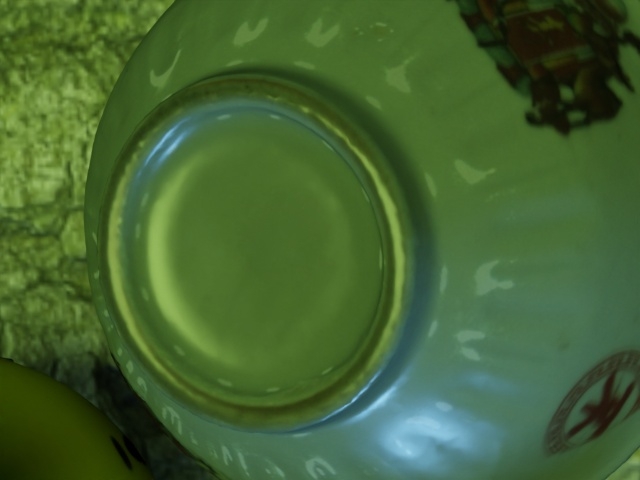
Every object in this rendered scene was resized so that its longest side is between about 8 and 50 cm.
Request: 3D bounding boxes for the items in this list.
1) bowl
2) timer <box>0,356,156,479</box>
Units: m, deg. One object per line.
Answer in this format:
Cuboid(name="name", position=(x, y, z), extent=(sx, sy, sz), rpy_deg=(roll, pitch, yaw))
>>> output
Cuboid(name="bowl", position=(0.000, 0.000, 0.596), extent=(0.337, 0.157, 0.337), rpy_deg=(3, 97, 26))
Cuboid(name="timer", position=(-0.191, 0.164, 0.612), extent=(0.285, 0.285, 0.285), rpy_deg=(3, 97, 24))
